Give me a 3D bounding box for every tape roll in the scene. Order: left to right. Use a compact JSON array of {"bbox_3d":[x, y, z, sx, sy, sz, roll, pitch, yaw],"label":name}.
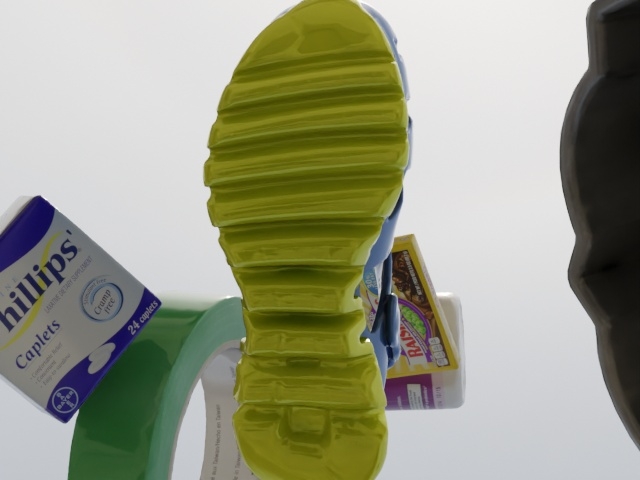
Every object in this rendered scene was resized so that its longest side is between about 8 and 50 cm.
[{"bbox_3d":[-0.124,0.208,1.010,0.077,0.321,0.321,4,-117,19],"label":"tape roll"}]

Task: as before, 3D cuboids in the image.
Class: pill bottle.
[{"bbox_3d":[0.055,0.163,1.551,0.302,0.169,0.169,-3,-120,10],"label":"pill bottle"}]

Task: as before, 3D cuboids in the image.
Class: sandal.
[{"bbox_3d":[0.000,0.000,0.691,0.126,0.317,0.138,8,-161,11],"label":"sandal"}]

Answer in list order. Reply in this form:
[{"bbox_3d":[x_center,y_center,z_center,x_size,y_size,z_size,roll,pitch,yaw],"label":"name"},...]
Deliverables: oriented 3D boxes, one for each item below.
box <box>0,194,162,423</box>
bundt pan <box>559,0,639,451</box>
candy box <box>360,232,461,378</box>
[{"bbox_3d":[-0.222,0.053,0.851,0.126,0.137,0.072,-53,-158,-17],"label":"box"},{"bbox_3d":[0.237,0.007,0.360,0.124,0.331,0.331,-20,-130,-24],"label":"bundt pan"},{"bbox_3d":[0.102,0.089,1.381,0.105,0.206,0.027,-10,-150,24],"label":"candy box"}]
